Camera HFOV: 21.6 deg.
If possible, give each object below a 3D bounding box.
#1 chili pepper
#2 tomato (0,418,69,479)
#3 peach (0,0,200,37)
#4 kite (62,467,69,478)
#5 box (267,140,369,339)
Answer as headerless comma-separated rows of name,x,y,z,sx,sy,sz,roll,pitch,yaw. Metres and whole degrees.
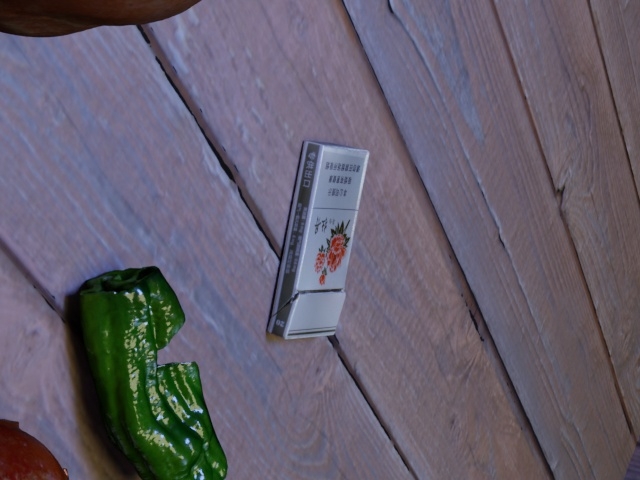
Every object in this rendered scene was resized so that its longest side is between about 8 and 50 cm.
chili pepper,-0.147,0.131,1.427,0.099,0.083,0.253,-52,140,-41
tomato,-0.254,0.245,1.259,0.225,0.085,0.225,-23,119,-52
peach,-0.156,-0.239,1.043,0.252,0.252,0.252,-37,134,-52
kite,-0.236,0.265,1.387,0.190,0.010,0.159,29,75,-59
box,0.000,0.000,1.702,0.109,0.029,0.198,1,101,-63
